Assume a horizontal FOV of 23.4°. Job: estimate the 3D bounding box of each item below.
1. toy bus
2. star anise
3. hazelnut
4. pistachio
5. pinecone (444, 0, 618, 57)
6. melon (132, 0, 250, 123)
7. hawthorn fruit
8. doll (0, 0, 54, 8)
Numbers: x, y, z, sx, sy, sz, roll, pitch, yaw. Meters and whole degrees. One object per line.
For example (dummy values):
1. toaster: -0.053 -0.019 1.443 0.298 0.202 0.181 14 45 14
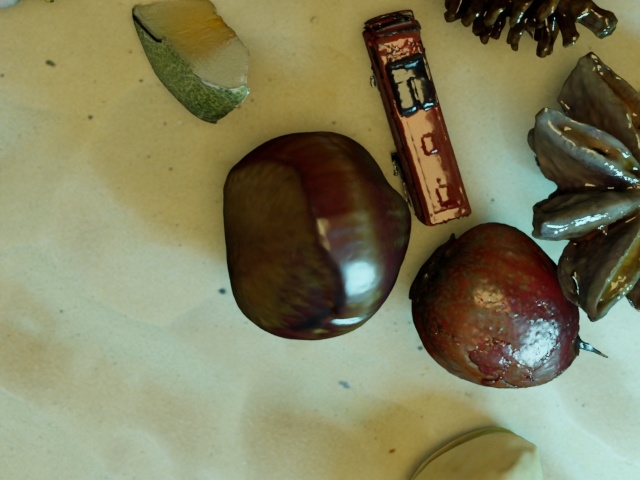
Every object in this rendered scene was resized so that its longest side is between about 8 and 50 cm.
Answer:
1. toy bus: 0.106 -0.134 1.697 0.074 0.096 0.234 -18 103 -4
2. star anise: 0.330 -0.046 1.682 0.332 0.118 0.331 14 70 -41
3. hazelnut: 0.000 0.000 1.669 0.230 0.229 0.229 -1 101 -5
4. pistachio: 0.172 0.306 1.774 0.145 0.117 0.200 29 96 -5
5. pinecone: 0.224 -0.289 1.642 0.212 0.168 0.185 24 110 -23
6. melon: -0.121 -0.181 1.666 0.093 0.202 0.139 -28 138 -19
7. hawthorn fruit: 0.214 0.089 1.703 0.235 0.181 0.181 30 97 -8
8. doll: -0.376 -0.293 1.629 0.207 0.081 0.129 8 92 -5
